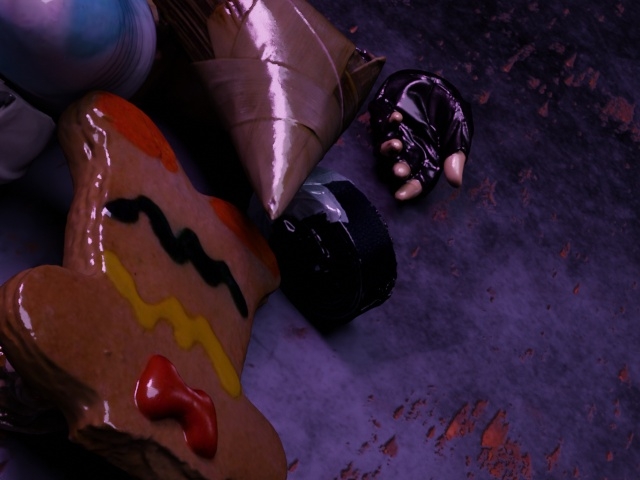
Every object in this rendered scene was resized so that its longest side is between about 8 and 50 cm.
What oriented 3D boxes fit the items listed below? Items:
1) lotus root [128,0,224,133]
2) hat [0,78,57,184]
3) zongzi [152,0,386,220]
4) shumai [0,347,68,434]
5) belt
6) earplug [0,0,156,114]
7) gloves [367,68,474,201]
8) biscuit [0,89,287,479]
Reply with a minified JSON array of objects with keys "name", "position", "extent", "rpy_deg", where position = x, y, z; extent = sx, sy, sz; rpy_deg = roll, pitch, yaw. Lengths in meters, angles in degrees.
[{"name":"lotus root","position":[-0.196,-0.311,1.511],"extent":[0.391,0.111,0.375],"rpy_deg":[4,48,-29]},{"name":"hat","position":[-0.432,-0.098,1.167],"extent":[0.301,0.168,0.258],"rpy_deg":[-37,53,-22]},{"name":"zongzi","position":[-0.097,-0.189,1.261],"extent":[0.289,0.154,0.317],"rpy_deg":[38,33,-6]},{"name":"shumai","position":[-0.263,0.111,1.095],"extent":[0.146,0.116,0.145],"rpy_deg":[17,46,-18]},{"name":"belt","position":[0.000,0.000,1.333],"extent":[0.078,0.151,0.198],"rpy_deg":[-25,66,-42]},{"name":"earplug","position":[-0.276,-0.223,1.177],"extent":[0.185,0.185,0.324],"rpy_deg":[32,3,-5]},{"name":"gloves","position":[0.128,-0.135,1.560],"extent":[0.164,0.124,0.203],"rpy_deg":[19,64,12]},{"name":"biscuit","position":[-0.141,0.066,1.142],"extent":[0.368,0.076,0.394],"rpy_deg":[45,30,-32]}]
